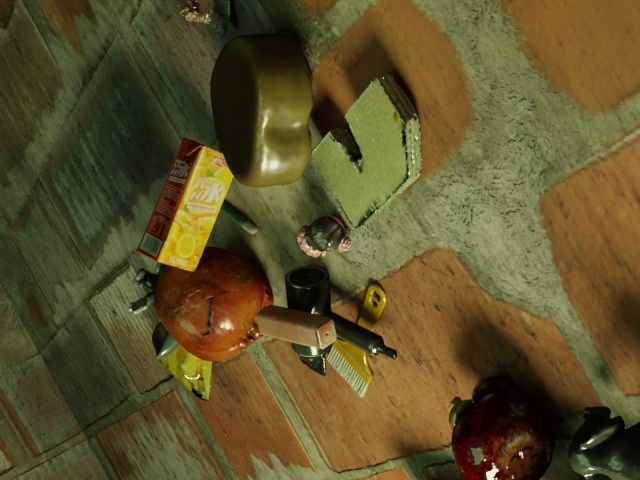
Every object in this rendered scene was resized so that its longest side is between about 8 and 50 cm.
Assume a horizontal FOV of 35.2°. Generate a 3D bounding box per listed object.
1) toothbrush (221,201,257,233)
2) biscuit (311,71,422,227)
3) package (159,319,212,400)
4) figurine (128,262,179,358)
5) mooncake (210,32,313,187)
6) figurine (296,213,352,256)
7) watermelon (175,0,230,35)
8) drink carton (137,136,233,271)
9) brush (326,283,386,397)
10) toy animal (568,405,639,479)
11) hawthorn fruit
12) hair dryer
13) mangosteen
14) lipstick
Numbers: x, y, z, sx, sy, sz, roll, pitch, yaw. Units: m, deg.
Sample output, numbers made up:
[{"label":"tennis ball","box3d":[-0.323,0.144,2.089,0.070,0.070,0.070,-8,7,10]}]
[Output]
[{"label":"toothbrush","box3d":[-0.204,-0.081,1.939,0.257,0.018,0.024,37,144,34]},{"label":"biscuit","box3d":[0.075,-0.128,1.477,0.147,0.046,0.250,58,149,9]},{"label":"package","box3d":[-0.300,0.238,2.253,0.168,0.090,0.226,35,137,30]},{"label":"figurine","box3d":[-0.309,0.127,2.113,0.265,0.193,0.140,28,138,59]},{"label":"mooncake","box3d":[-0.089,-0.208,1.569,0.235,0.117,0.235,171,90,-68]},{"label":"figurine","box3d":[0.000,0.000,1.676,0.072,0.054,0.129,58,150,-2]},{"label":"watermelon","box3d":[-0.197,-0.420,1.631,0.155,0.080,0.101,62,143,31]},{"label":"drink carton","box3d":[-0.236,-0.063,1.816,0.071,0.096,0.223,24,94,43]},{"label":"brush","box3d":[0.071,0.164,1.738,0.103,0.013,0.272,45,144,24]},{"label":"toy animal","box3d":[0.397,0.245,1.206,0.245,0.146,0.115,-6,110,57]},{"label":"hawthorn fruit","box3d":[-0.223,0.103,1.931,0.299,0.211,0.211,34,139,38]},{"label":"hair dryer","box3d":[0.039,0.172,1.717,0.248,0.078,0.196,25,129,44]},{"label":"mangosteen","box3d":[0.258,0.285,1.463,0.145,0.156,0.181,37,179,-7]},{"label":"lipstick","box3d":[-0.041,0.145,1.705,0.145,0.045,0.045,9,121,42]}]
